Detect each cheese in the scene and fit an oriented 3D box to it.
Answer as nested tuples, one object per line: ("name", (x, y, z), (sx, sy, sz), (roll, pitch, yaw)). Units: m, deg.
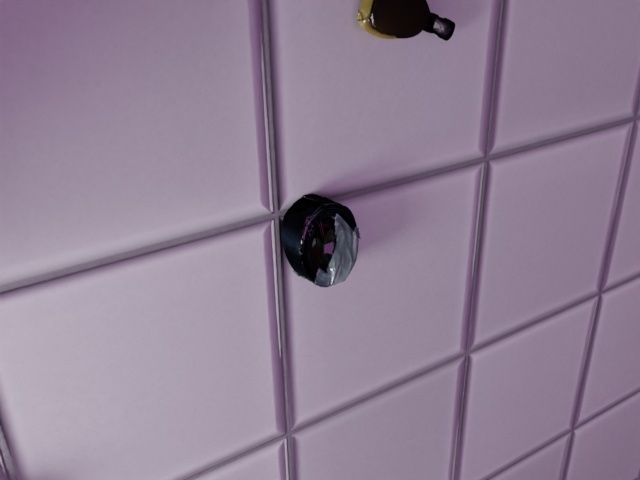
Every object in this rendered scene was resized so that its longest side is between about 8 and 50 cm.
("cheese", (0.124, -0.304, 0.876), (0.162, 0.036, 0.086), (7, 105, -37))

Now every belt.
("belt", (0.000, 0.000, 0.926), (0.105, 0.058, 0.140), (-28, 122, -28))
